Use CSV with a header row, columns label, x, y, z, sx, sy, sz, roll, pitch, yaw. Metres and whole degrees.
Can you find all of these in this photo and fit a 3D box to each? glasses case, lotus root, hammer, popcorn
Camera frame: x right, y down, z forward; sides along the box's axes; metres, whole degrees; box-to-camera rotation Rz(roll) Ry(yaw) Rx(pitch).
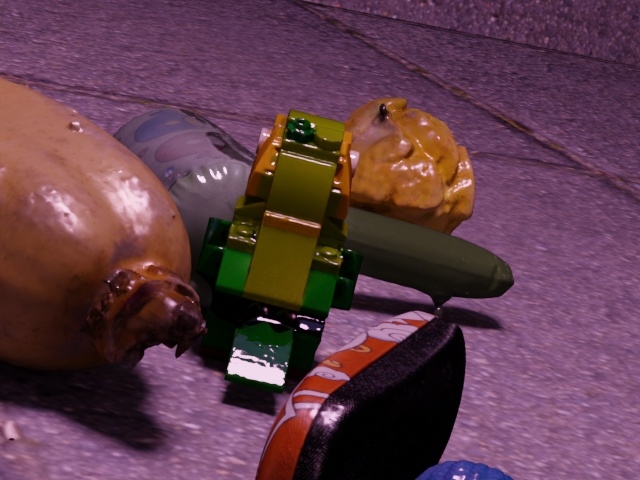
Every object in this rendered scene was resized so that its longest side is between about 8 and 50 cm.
label,x,y,z,sx,sy,sz,roll,pitch,yaw
glasses case,0.026,0.108,1.017,0.067,0.103,0.267,18,13,15
lotus root,-0.188,-0.003,1.142,0.343,0.151,0.169,30,36,34
hammer,0.000,0.000,1.416,0.336,0.119,0.206,16,13,-24
popcorn,0.061,-0.049,1.590,0.148,0.152,0.167,-16,34,16

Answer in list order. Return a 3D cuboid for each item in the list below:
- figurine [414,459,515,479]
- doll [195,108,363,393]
label,x,y,z,sx,sy,sz,roll,pitch,yaw
figurine,0.063,0.166,0.888,0.086,0.087,0.149,17,22,-2
doll,-0.024,0.004,1.220,0.106,0.186,0.134,14,-3,-1
